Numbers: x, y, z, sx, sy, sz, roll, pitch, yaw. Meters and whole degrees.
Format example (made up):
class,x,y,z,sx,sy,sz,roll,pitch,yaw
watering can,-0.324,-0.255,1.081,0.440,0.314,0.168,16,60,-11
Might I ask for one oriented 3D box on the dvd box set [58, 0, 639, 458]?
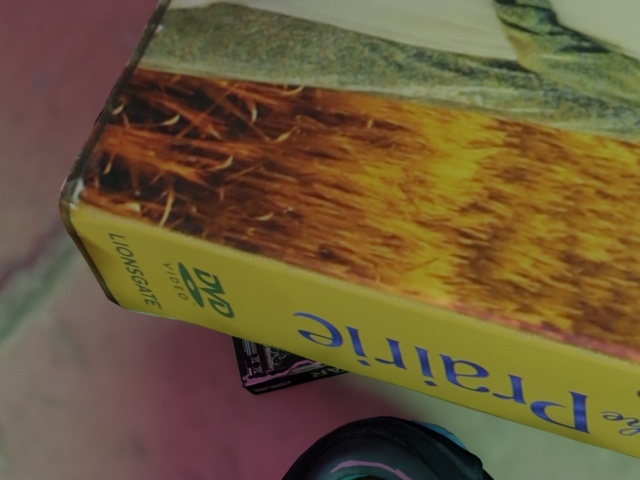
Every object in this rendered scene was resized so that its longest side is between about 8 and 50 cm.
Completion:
class,x,y,z,sx,sy,sz,roll,pitch,yaw
dvd box set,0.184,-0.069,0.395,0.420,0.062,0.308,16,66,19

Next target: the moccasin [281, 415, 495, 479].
class,x,y,z,sx,sy,sz,roll,pitch,yaw
moccasin,0.027,0.213,0.384,0.137,0.117,0.342,-18,74,5

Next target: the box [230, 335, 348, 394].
class,x,y,z,sx,sy,sz,roll,pitch,yaw
box,0.000,0.000,0.495,0.067,0.018,0.083,-15,74,5
